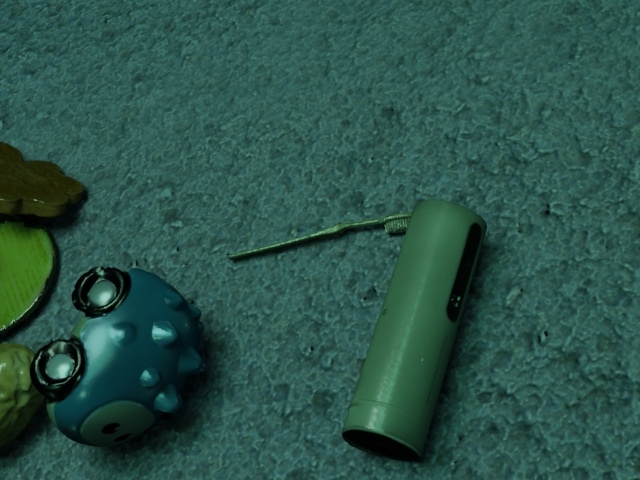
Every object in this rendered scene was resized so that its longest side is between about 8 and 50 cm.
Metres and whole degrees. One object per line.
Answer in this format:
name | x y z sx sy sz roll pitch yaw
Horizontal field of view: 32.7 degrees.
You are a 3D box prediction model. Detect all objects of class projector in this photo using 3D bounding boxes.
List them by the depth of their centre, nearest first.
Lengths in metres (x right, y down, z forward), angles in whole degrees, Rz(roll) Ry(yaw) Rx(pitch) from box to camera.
projector | 0.125 0.112 1.417 0.108 0.108 0.338 8 64 26

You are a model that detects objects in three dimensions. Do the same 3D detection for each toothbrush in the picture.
toothbrush | -0.001 -0.005 1.589 0.294 0.026 0.028 -9 72 16

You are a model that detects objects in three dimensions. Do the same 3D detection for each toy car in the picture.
toy car | -0.257 0.166 1.490 0.190 0.188 0.255 19 66 23

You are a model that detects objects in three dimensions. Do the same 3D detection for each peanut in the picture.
peanut | -0.530 0.256 1.577 0.305 0.147 0.147 -26 54 7

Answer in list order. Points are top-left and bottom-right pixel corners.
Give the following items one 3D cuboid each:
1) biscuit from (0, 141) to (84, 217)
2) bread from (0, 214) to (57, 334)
biscuit | -0.532 -0.102 1.783 0.288 0.044 0.202 18 28 4
bread | -0.523 0.060 1.755 0.228 0.033 0.229 -9 57 14
